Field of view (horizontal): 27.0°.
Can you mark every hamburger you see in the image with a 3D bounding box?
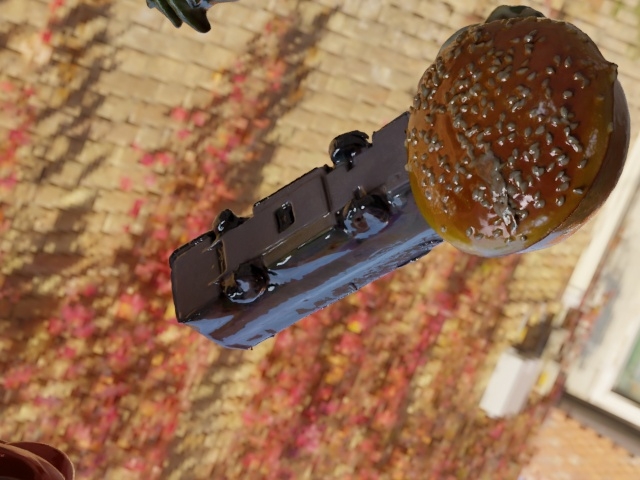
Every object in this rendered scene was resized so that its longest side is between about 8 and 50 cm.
[{"bbox_3d":[0.169,-0.091,1.173,0.147,0.237,0.237,24,-172,-33],"label":"hamburger"}]

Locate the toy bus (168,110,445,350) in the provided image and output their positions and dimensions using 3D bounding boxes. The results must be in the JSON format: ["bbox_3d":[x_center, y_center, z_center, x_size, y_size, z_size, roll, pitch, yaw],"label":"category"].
[{"bbox_3d":[0.000,0.000,1.362,0.138,0.317,0.112,39,-148,-44],"label":"toy bus"}]

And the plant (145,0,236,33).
[{"bbox_3d":[-0.199,-0.389,1.492,0.251,0.180,0.333,20,164,34],"label":"plant"}]

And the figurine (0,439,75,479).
[{"bbox_3d":[-0.377,0.325,1.201,0.241,0.306,0.412,57,-160,9],"label":"figurine"}]
